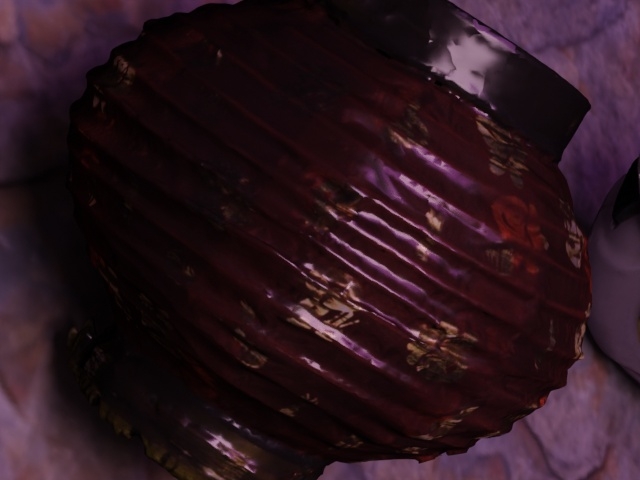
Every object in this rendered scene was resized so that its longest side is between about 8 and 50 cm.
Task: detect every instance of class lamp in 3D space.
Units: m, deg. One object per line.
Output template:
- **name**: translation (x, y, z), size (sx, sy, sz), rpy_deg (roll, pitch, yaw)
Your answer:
- **lamp**: translation (0.000, 0.000, 0.716), size (0.247, 0.247, 0.247), rpy_deg (12, 71, -40)

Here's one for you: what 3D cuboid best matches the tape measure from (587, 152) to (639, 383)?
- **tape measure**: translation (0.244, 0.025, 0.943), size (0.236, 0.197, 0.120), rpy_deg (82, 27, -48)
